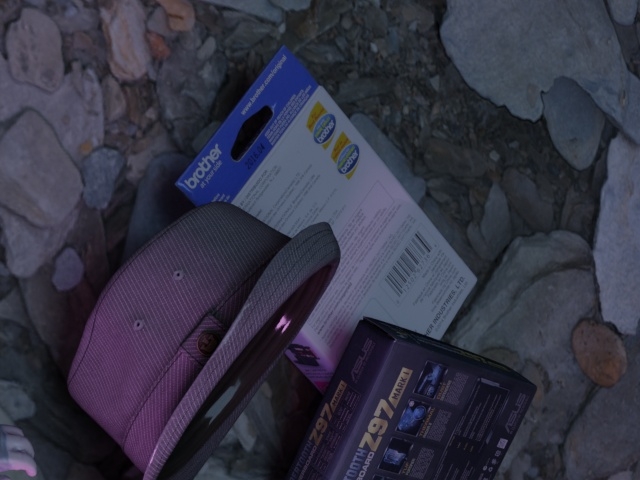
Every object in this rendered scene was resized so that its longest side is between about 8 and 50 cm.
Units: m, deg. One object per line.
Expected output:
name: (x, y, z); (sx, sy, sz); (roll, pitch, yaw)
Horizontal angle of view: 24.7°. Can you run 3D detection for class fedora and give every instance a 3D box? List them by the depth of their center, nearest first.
fedora: (-0.106, 0.077, 1.141); (0.124, 0.244, 0.275); (36, 97, 9)

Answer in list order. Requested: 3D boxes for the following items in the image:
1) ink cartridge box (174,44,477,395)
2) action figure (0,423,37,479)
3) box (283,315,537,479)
ink cartridge box: (0.000, 0.000, 1.309); (0.311, 0.065, 0.185); (51, 57, -27)
action figure: (-0.341, 0.089, 0.808); (0.248, 0.370, 0.275); (-40, 136, -16)
box: (0.067, 0.199, 1.289); (0.183, 0.059, 0.232); (20, 97, -38)
